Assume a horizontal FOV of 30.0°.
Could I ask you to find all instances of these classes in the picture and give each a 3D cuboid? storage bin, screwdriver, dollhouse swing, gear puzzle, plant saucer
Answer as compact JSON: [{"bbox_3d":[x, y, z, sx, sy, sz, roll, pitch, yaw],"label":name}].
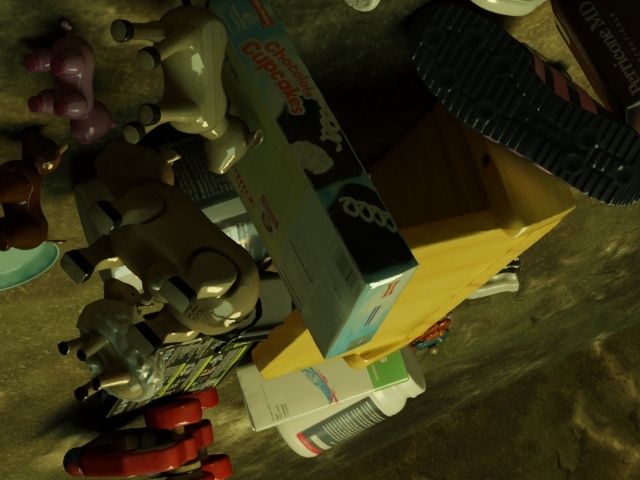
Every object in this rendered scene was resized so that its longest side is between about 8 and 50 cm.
[{"bbox_3d":[-0.105,0.095,1.791,0.135,0.091,0.098,-3,-170,-40],"label":"storage bin"},{"bbox_3d":[0.295,-0.228,1.574,0.170,0.024,0.025,11,111,-56],"label":"screwdriver"},{"bbox_3d":[0.063,-0.028,1.438,0.305,0.315,0.347,4,146,-35],"label":"dollhouse swing"},{"bbox_3d":[0.202,0.193,2.485,0.175,0.044,0.339,-24,160,-4],"label":"gear puzzle"},{"bbox_3d":[-0.367,0.023,1.402,0.119,0.021,0.119,-23,161,-9],"label":"plant saucer"}]

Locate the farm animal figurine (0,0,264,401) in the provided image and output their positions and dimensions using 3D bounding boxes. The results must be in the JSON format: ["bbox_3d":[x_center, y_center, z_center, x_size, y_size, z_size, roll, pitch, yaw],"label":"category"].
[{"bbox_3d":[-0.157,-0.042,1.130,0.330,0.326,0.172,-32,177,36],"label":"farm animal figurine"}]

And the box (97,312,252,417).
[{"bbox_3d":[-0.225,0.184,1.927,0.216,0.060,0.270,-14,157,-32],"label":"box"}]

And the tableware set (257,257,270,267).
[{"bbox_3d":[0.000,0.000,1.763,0.128,0.039,0.194,-11,155,-35],"label":"tableware set"}]

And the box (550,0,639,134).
[{"bbox_3d":[0.478,-0.295,1.382,0.381,0.191,0.143,-30,160,9],"label":"box"}]

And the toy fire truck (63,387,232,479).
[{"bbox_3d":[-0.305,0.366,2.085,0.254,0.169,0.302,-11,-179,9],"label":"toy fire truck"}]

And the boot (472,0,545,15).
[{"bbox_3d":[0.254,-0.319,1.208,0.244,0.088,0.176,-20,161,-39],"label":"boot"}]

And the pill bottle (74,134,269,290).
[{"bbox_3d":[-0.120,-0.043,1.333,0.278,0.162,0.162,-19,159,-17],"label":"pill bottle"}]

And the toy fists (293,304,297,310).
[{"bbox_3d":[0.062,0.064,1.921,0.279,0.096,0.142,-40,171,35],"label":"toy fists"}]

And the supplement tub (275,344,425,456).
[{"bbox_3d":[0.043,0.276,2.284,0.272,0.191,0.191,-29,160,12],"label":"supplement tub"}]

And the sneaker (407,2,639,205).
[{"bbox_3d":[0.232,-0.151,1.354,0.112,0.319,0.131,-51,180,12],"label":"sneaker"}]

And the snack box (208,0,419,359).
[{"bbox_3d":[-0.027,-0.063,1.153,0.060,0.322,0.187,-21,161,-21],"label":"snack box"}]

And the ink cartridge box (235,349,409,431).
[{"bbox_3d":[0.004,0.220,2.078,0.278,0.117,0.201,-19,-179,3],"label":"ink cartridge box"}]

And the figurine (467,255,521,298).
[{"bbox_3d":[0.251,0.063,2.181,0.209,0.092,0.215,-18,161,2],"label":"figurine"}]

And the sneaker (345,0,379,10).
[{"bbox_3d":[0.062,-0.286,1.123,0.065,0.061,0.158,-46,174,-33],"label":"sneaker"}]
